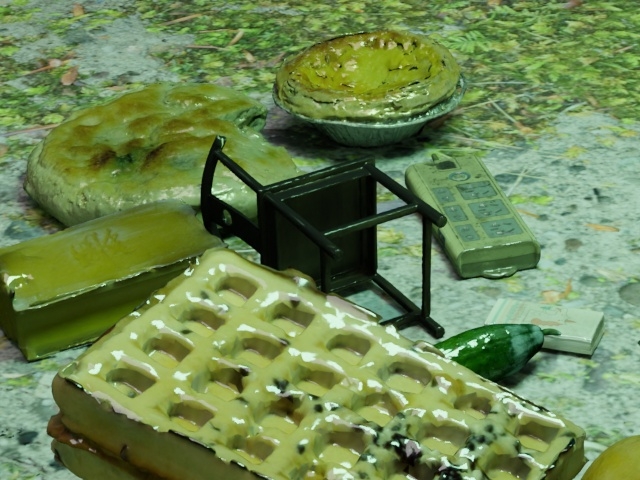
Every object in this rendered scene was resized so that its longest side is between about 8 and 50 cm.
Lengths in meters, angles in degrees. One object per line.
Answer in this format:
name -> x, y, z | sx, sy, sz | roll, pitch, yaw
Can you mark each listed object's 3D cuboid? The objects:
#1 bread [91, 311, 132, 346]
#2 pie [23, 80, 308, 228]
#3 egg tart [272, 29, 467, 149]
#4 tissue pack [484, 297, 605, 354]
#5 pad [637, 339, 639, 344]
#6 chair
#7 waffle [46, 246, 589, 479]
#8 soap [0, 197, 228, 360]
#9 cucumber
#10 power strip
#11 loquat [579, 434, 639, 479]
bread -> -0.161, 0.107, 1.752 | 0.119, 0.067, 0.192 | 11, 31, 25
pie -> -0.180, -0.091, 2.120 | 0.338, 0.075, 0.337 | -3, 28, 2
egg tart -> 0.058, -0.175, 2.233 | 0.234, 0.094, 0.234 | -3, 31, 2
tissue pack -> 0.216, 0.083, 1.802 | 0.108, 0.023, 0.056 | 8, 30, 21
pad -> 0.441, 0.108, 1.751 | 0.243, 0.004, 0.163 | -11, 29, -14
chair -> 0.000, 0.000, 1.856 | 0.141, 0.154, 0.260 | -17, 34, -25
waffle -> -0.005, 0.163, 1.494 | 0.376, 0.114, 0.261 | 27, 35, 20
soap -> -0.217, 0.034, 1.890 | 0.233, 0.076, 0.135 | -15, 31, -23
cucumber -> 0.117, 0.118, 1.716 | 0.250, 0.056, 0.056 | -17, 31, -19
power strip -> 0.157, -0.036, 2.020 | 0.092, 0.034, 0.268 | -9, 28, -9
loquat -> 0.255, 0.221, 1.412 | 0.137, 0.163, 0.163 | 10, 21, -25
